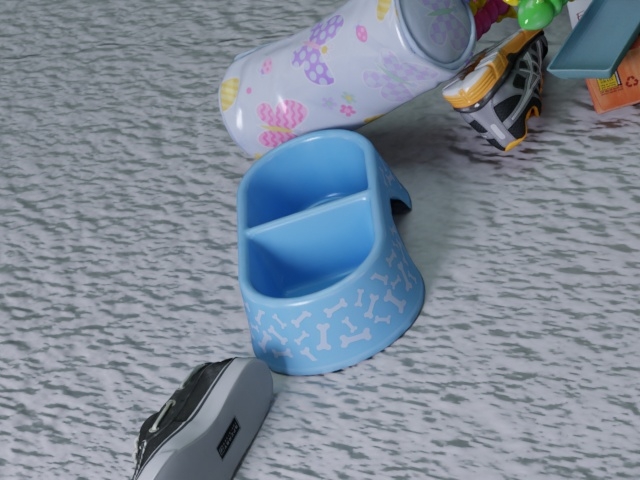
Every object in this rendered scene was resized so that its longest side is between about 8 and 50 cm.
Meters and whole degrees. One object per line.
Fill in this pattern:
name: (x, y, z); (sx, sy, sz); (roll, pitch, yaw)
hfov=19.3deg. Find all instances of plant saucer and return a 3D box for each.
plant saucer: (0.282, -0.213, 1.779); (0.067, 0.018, 0.192); (3, 42, 36)

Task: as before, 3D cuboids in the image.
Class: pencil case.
pencil case: (0.021, -0.169, 1.827); (0.273, 0.124, 0.113); (-27, 20, 43)

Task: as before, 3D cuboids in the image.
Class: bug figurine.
bug figurine: (0.220, -0.269, 1.837); (0.216, 0.072, 0.279); (-45, 21, -25)

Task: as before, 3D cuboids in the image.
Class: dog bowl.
dog bowl: (0.000, 0.000, 1.727); (0.166, 0.074, 0.297); (-18, 34, 9)

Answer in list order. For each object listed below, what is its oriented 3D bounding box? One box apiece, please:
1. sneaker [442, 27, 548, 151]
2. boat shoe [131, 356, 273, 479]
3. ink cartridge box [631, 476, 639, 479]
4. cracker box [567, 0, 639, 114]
sneaker: (0.180, -0.148, 1.823); (0.084, 0.083, 0.215); (-32, 7, 31)
boat shoe: (-0.115, 0.176, 1.558); (0.070, 0.077, 0.219); (-1, 32, 30)
ink cartridge box: (0.207, 0.204, 1.350); (0.083, 0.028, 0.048); (-20, 33, -6)
cracker box: (0.324, -0.229, 1.851); (0.156, 0.067, 0.232); (-17, 33, 11)
